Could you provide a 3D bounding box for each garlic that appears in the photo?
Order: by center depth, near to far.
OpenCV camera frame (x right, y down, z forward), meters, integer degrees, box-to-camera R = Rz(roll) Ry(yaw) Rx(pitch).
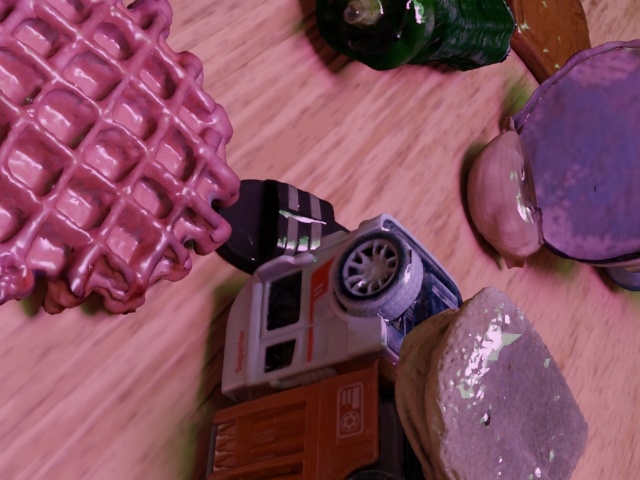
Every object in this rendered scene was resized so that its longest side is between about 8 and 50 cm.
[{"bbox_3d":[0.174,-0.047,0.912,0.084,0.066,0.152,8,70,-77],"label":"garlic"}]

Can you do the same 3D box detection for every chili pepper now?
[{"bbox_3d":[0.082,-0.207,0.833,0.270,0.099,0.136,-25,104,-55],"label":"chili pepper"}]

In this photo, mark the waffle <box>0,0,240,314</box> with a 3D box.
[{"bbox_3d":[-0.138,-0.065,0.551,0.234,0.055,0.221,-6,81,-51],"label":"waffle"}]

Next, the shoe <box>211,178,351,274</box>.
[{"bbox_3d":[0.000,0.000,0.691,0.179,0.049,0.071,27,55,-41],"label":"shoe"}]

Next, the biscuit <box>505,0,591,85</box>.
[{"bbox_3d":[0.280,-0.276,1.143,0.182,0.034,0.215,44,46,-30],"label":"biscuit"}]

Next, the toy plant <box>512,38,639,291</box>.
[{"bbox_3d":[0.380,-0.052,1.029,0.332,0.247,0.247,20,60,-48],"label":"toy plant"}]

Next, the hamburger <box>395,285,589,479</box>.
[{"bbox_3d":[0.083,0.094,0.469,0.084,0.054,0.121,-48,112,-32],"label":"hamburger"}]

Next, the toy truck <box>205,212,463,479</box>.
[{"bbox_3d":[0.012,0.147,0.559,0.136,0.162,0.305,42,41,-45],"label":"toy truck"}]
